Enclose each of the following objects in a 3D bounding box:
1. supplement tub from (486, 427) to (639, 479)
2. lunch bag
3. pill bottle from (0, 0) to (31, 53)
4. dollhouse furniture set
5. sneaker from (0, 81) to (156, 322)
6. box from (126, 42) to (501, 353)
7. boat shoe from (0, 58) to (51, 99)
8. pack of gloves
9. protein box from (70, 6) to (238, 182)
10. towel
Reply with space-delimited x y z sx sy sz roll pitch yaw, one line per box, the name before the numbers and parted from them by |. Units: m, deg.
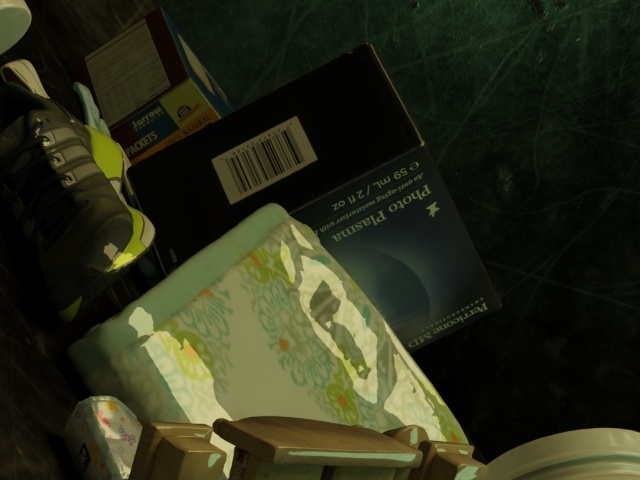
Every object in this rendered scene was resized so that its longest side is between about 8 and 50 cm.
supplement tub | 0.278 0.378 1.838 0.241 0.241 0.331 49 26 -54
lunch bag | -0.148 0.154 1.326 0.071 0.053 0.083 62 -2 23
pill bottle | -0.340 -0.263 1.615 0.221 0.124 0.124 58 6 14
dollhouse furniture set | -0.057 0.252 1.254 0.355 0.303 0.174 11 9 -45
sneaker | -0.225 -0.036 1.551 0.121 0.111 0.300 42 7 -30
box | 0.000 0.000 1.992 0.294 0.296 0.183 59 5 -48
boat shoe | -0.286 -0.134 1.850 0.035 0.035 0.100 -22 82 -56
pack of gloves | -0.218 -0.044 1.941 0.232 0.046 0.195 -111 178 -50
protein box | -0.173 -0.129 2.198 0.200 0.136 0.201 53 7 -33
towel | -0.027 0.149 1.598 0.320 0.090 0.374 54 30 0
